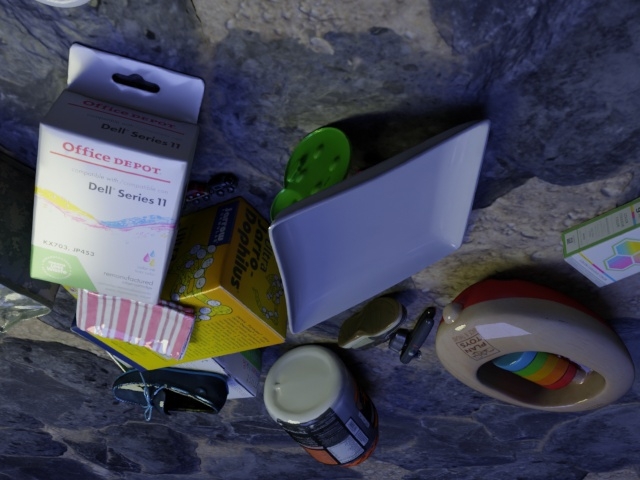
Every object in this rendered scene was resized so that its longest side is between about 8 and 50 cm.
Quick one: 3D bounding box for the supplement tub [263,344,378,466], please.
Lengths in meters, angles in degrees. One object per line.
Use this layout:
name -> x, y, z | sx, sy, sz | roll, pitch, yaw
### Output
supplement tub -> 0.016, 0.414, 1.651 | 0.207, 0.207, 0.338 | -8, 142, 19

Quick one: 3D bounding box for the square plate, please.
square plate -> 0.086, -0.016, 1.049 | 0.347, 0.049, 0.344 | -26, 151, -12

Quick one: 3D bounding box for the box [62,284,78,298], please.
box -> -0.472, 0.099, 1.440 | 0.105, 0.043, 0.179 | -5, 140, 16

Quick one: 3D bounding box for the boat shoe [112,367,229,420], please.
boat shoe -> -0.332, 0.330, 1.471 | 0.259, 0.089, 0.109 | -5, 129, 11

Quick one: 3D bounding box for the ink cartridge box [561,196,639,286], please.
ink cartridge box -> 0.517, -0.006, 1.113 | 0.109, 0.062, 0.209 | 31, 137, -29

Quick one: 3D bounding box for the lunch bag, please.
lunch bag -> -0.567, -0.021, 1.123 | 0.169, 0.235, 0.287 | -21, 135, 28

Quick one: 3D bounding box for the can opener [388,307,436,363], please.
can opener -> 0.204, 0.209, 1.464 | 0.073, 0.059, 0.186 | 14, 144, -9

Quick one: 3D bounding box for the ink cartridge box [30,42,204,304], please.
ink cartridge box -> -0.304, -0.086, 1.011 | 0.207, 0.119, 0.353 | 14, 125, -9

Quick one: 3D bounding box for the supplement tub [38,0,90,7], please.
supplement tub -> -0.246, -0.334, 0.680 | 0.117, 0.190, 0.117 | 5, 144, 4

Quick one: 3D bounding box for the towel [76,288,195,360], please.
towel -> -0.315, 0.135, 1.147 | 0.197, 0.029, 0.144 | 17, 139, -7

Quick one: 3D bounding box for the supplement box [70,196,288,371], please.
supplement box -> -0.247, 0.092, 1.263 | 0.357, 0.194, 0.195 | -16, 138, 28

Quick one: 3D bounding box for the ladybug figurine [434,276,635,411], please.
ladybug figurine -> 0.411, 0.198, 1.326 | 0.449, 0.161, 0.305 | 29, 138, -28

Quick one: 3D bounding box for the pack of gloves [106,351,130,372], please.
pack of gloves -> -0.432, 0.320, 1.638 | 0.232, 0.046, 0.195 | 48, 163, -2

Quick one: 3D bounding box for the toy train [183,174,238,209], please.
toy train -> -0.211, -0.080, 1.162 | 0.158, 0.027, 0.036 | -16, 135, 28

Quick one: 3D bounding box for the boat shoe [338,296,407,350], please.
boat shoe -> 0.119, 0.179, 1.427 | 0.074, 0.080, 0.223 | 19, 148, -25

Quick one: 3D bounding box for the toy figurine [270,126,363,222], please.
toy figurine -> 0.030, -0.065, 1.058 | 0.159, 0.130, 0.173 | 28, 99, -44

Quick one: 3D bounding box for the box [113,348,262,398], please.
box -> -0.295, 0.264, 1.564 | 0.231, 0.126, 0.262 | -10, 141, 21
